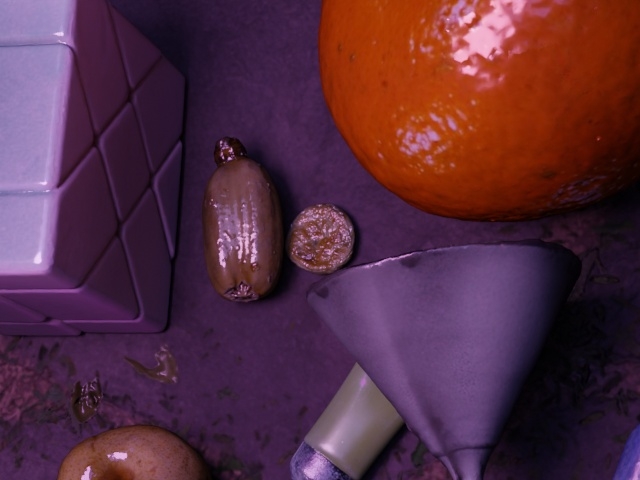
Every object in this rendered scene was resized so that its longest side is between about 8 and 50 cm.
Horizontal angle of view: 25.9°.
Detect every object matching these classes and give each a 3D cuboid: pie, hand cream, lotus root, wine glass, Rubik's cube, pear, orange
[{"bbox_3d":[0.002,-0.001,1.526,0.084,0.021,0.084,-6,70,18],"label":"pie"},{"bbox_3d":[0.040,0.191,1.449,0.095,0.046,0.175,35,80,17],"label":"hand cream"},{"bbox_3d":[-0.086,-0.023,1.528,0.090,0.077,0.183,-9,75,7],"label":"lotus root"},{"bbox_3d":[0.137,0.227,1.293,0.267,0.267,0.406,-9,74,15],"label":"wine glass"},{"bbox_3d":[-0.350,-0.080,1.497,0.316,0.319,0.321,-2,75,16],"label":"Rubik's cube"},{"bbox_3d":[-0.191,0.271,1.449,0.167,0.136,0.167,-6,70,16],"label":"pear"},{"bbox_3d":[0.199,-0.217,1.346,0.424,0.326,0.424,-27,54,45],"label":"orange"}]

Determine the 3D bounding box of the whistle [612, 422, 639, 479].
[{"bbox_3d":[0.312,0.232,1.342,0.062,0.062,0.304,20,82,21],"label":"whistle"}]
